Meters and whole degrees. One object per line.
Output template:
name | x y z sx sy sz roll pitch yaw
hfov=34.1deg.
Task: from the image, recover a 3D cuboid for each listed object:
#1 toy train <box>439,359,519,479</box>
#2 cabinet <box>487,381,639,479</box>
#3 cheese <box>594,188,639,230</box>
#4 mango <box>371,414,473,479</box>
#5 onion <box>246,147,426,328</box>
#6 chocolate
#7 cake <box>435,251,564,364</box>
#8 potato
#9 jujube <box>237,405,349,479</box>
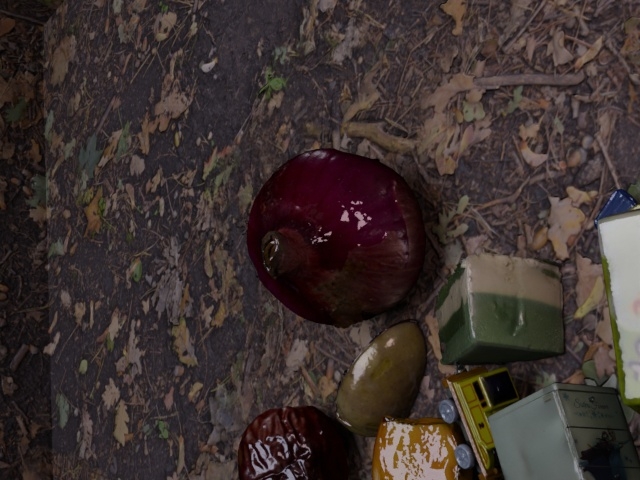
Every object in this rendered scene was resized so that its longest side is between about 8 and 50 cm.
toy train | 0.270 0.290 1.679 0.127 0.089 0.219 -39 66 55
cabinet | 0.370 0.334 1.533 0.150 0.145 0.206 -38 53 41
cheese | 0.494 0.017 1.514 0.157 0.064 0.250 -58 45 24
mango | 0.173 0.431 1.777 0.187 0.138 0.257 1 85 36
onion | 0.000 0.000 1.887 0.347 0.385 0.348 5 99 29
chocolate | 0.517 0.076 1.346 0.300 0.137 0.289 -13 79 37
cake | 0.240 0.122 1.737 0.283 0.172 0.158 -17 66 51
potato | 0.110 0.276 1.913 0.100 0.120 0.261 46 118 40
jujube | -0.039 0.489 1.990 0.216 0.216 0.342 -28 68 46
